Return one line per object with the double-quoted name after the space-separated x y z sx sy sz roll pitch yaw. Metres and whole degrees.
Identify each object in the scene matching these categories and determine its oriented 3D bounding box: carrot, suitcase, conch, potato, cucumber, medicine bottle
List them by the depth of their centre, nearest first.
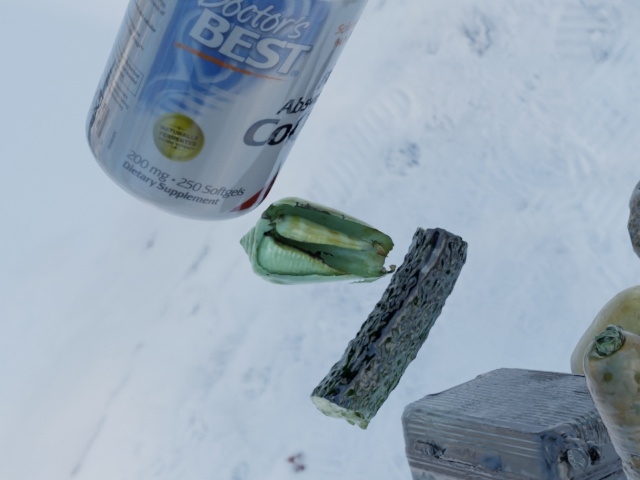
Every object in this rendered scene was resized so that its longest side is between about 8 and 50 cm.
0.213 0.157 0.632 0.049 0.049 0.255 -8 119 30 "carrot"
-0.057 -0.164 0.737 0.157 0.157 0.289 51 129 28 "medicine bottle"
0.063 0.070 0.850 0.058 0.058 0.187 21 66 33 "cucumber"
0.000 0.000 1.075 0.170 0.106 0.079 4 46 -7 "conch"
0.244 0.231 1.134 0.312 0.202 0.128 -2 101 58 "suitcase"
0.452 0.142 1.416 0.178 0.203 0.158 24 122 21 "potato"

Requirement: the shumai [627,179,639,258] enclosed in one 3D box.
0.369 -0.029 0.926 0.206 0.175 0.166 -42 80 -5 "shumai"
